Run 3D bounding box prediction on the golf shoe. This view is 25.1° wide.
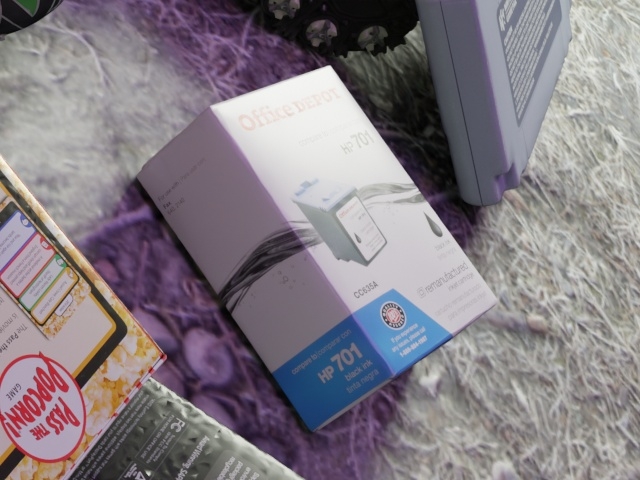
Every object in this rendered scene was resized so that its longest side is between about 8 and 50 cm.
[{"bbox_3d":[-0.033,-0.228,1.030,0.273,0.105,0.120,24,37,-32],"label":"golf shoe"}]

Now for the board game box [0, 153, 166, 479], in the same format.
[{"bbox_3d":[-0.162,0.020,0.546,0.193,0.045,0.147,53,37,-13],"label":"board game box"}]

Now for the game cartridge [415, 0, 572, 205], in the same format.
[{"bbox_3d":[0.142,-0.187,1.134,0.297,0.062,0.198,-61,139,-52],"label":"game cartridge"}]

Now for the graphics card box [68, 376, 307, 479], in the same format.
[{"bbox_3d":[-0.016,0.225,0.592,0.371,0.094,0.233,34,40,1],"label":"graphics card box"}]

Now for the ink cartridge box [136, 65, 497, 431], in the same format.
[{"bbox_3d":[0.000,0.000,0.885,0.191,0.082,0.139,56,37,4],"label":"ink cartridge box"}]

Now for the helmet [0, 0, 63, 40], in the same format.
[{"bbox_3d":[-0.200,-0.192,0.787,0.161,0.169,0.169,9,51,-20],"label":"helmet"}]
